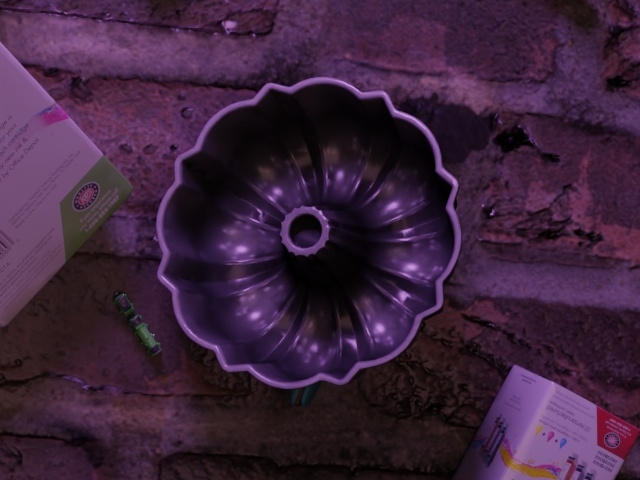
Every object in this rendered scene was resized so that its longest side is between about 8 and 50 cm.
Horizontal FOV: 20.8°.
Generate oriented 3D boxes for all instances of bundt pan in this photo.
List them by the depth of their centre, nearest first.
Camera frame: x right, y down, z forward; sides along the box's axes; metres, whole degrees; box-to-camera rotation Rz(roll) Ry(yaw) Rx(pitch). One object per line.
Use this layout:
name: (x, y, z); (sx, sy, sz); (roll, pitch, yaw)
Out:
bundt pan: (0.000, 0.000, 1.842); (0.331, 0.124, 0.331); (-3, 79, 15)

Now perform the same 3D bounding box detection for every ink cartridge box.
ink cartridge box: (-0.365, -0.094, 1.701); (0.207, 0.119, 0.353); (-47, 140, -8)
ink cartridge box: (0.250, 0.254, 1.981); (0.128, 0.127, 0.176); (29, 88, -16)

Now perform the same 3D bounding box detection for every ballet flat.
ballet flat: (0.006, 0.061, 1.935); (0.087, 0.083, 0.247); (29, 87, 9)

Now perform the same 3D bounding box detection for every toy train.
toy train: (-0.199, 0.092, 1.902); (0.017, 0.024, 0.083); (-35, 102, -9)
